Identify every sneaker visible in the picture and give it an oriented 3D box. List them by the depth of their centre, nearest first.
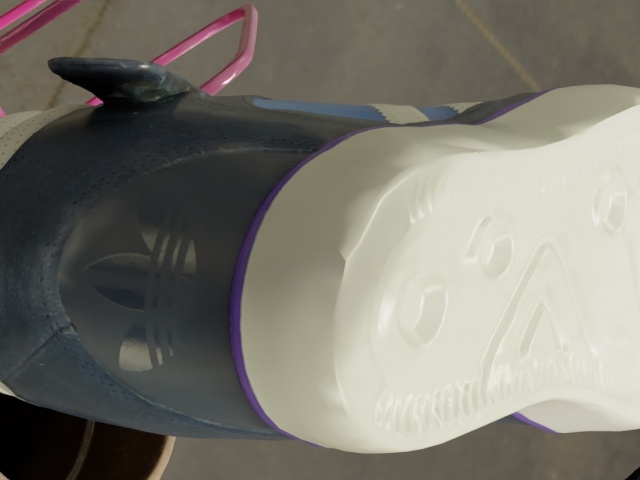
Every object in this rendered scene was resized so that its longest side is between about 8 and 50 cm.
[{"bbox_3d":[0.000,0.001,0.559,0.322,0.236,0.130,-4,99,-53],"label":"sneaker"}]

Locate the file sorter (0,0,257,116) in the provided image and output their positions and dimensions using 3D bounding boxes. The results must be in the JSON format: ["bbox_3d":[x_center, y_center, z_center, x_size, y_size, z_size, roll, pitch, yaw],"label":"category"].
[{"bbox_3d":[-0.143,-0.116,0.740,0.291,0.182,0.202,56,8,-16],"label":"file sorter"}]

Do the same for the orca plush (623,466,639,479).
[{"bbox_3d":[0.195,0.026,0.315,0.151,0.287,0.102,53,17,-1],"label":"orca plush"}]

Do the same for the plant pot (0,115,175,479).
[{"bbox_3d":[-0.172,0.053,0.615,0.167,0.165,0.167,42,38,-45],"label":"plant pot"}]
